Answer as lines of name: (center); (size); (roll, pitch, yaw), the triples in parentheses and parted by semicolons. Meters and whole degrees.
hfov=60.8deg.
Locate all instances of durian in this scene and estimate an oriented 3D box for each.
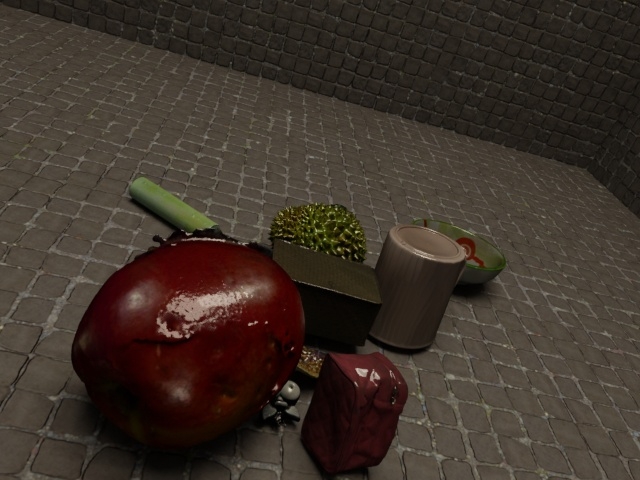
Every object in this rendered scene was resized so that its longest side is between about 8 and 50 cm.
durian: (0.002, -0.003, 1.508); (0.291, 0.224, 0.291); (29, 15, -8)

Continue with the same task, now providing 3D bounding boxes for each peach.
peach: (-0.212, 0.176, 1.001); (0.353, 0.339, 0.416); (28, 35, 15)

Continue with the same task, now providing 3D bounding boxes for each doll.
doll: (-0.097, 0.292, 1.142); (0.091, 0.067, 0.219); (12, 32, -25)

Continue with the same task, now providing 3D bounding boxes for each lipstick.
lipstick: (-0.424, -0.088, 1.567); (0.304, 0.076, 0.076); (31, 32, 20)

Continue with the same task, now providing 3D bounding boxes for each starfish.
starfish: (0.004, 0.275, 1.193); (0.238, 0.071, 0.216); (19, 17, -28)

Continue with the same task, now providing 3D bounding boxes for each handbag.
handbag: (0.064, 0.320, 1.029); (0.135, 0.225, 0.146); (4, 20, -31)

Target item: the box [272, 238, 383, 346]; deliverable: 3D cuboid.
box: (-0.006, 0.127, 1.321); (0.273, 0.143, 0.184); (15, 25, -12)

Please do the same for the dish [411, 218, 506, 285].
dish: (0.424, 0.058, 1.774); (0.324, 0.124, 0.324); (16, 23, -7)

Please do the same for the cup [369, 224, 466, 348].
cup: (0.264, 0.122, 1.421); (0.288, 0.273, 0.208); (8, 26, -15)
